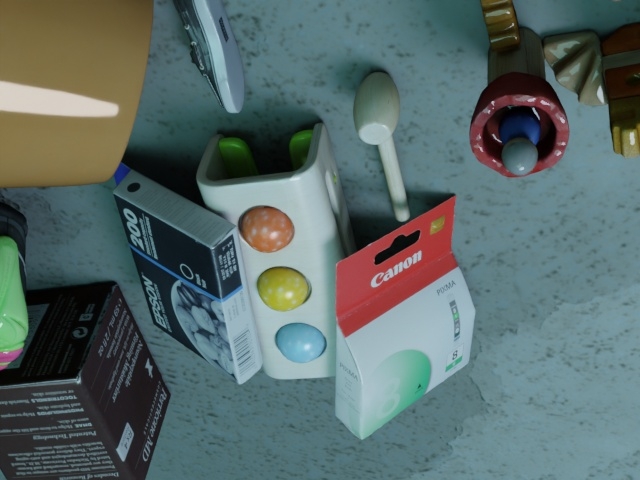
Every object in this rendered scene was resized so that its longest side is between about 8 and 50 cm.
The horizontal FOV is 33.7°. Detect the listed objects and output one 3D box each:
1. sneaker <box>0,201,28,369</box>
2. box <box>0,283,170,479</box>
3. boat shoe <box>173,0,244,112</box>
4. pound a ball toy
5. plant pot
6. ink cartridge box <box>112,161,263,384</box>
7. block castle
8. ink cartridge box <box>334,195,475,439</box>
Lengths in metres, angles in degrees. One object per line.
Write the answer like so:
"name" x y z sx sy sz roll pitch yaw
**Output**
"sneaker" -0.492 0.055 1.225 0.482 0.202 0.185 -7 153 34
"box" -0.307 0.185 1.289 0.167 0.168 0.203 -8 128 14
"boat shoe" -0.109 -0.190 1.034 0.040 0.049 0.142 -3 122 19
"pound a ball toy" 0.000 0.000 1.112 0.208 0.136 0.319 -5 128 13
"plant pot" -0.272 -0.166 0.945 0.203 0.291 0.291 11 132 -20
"ink cartridge box" -0.158 0.031 1.142 0.208 0.045 0.206 29 143 34
"block castle" 0.318 -0.220 0.832 0.453 0.213 0.303 -9 127 15
"ink cartridge box" 0.095 0.085 1.146 0.056 0.181 0.225 36 141 34
